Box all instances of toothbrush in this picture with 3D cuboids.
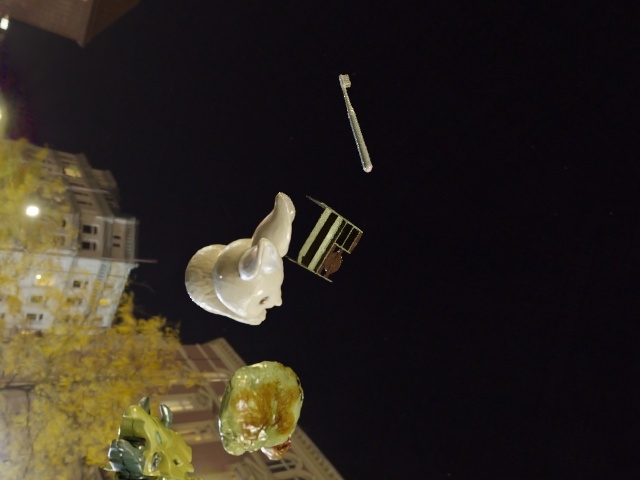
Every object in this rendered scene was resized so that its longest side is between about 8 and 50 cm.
[{"bbox_3d":[0.105,-0.362,1.594,0.025,0.030,0.342,98,-19,-69],"label":"toothbrush"}]

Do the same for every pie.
[{"bbox_3d":[-0.158,0.458,1.430,0.105,0.274,0.257,9,-105,46],"label":"pie"}]

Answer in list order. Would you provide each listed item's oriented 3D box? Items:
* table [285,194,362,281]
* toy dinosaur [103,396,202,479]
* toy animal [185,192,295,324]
[{"bbox_3d":[0.000,0.000,1.223,0.062,0.175,0.146,29,-92,41],"label":"table"},{"bbox_3d":[-0.183,0.297,0.603,0.094,0.259,0.153,3,-129,15],"label":"toy dinosaur"},{"bbox_3d":[-0.077,0.039,0.669,0.220,0.131,0.104,-22,-156,53],"label":"toy animal"}]
